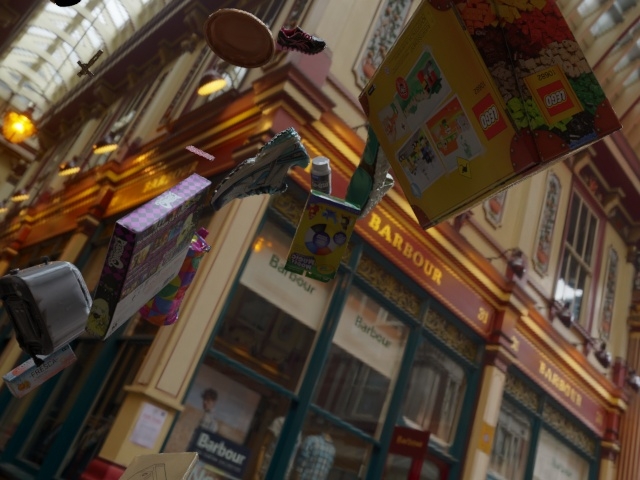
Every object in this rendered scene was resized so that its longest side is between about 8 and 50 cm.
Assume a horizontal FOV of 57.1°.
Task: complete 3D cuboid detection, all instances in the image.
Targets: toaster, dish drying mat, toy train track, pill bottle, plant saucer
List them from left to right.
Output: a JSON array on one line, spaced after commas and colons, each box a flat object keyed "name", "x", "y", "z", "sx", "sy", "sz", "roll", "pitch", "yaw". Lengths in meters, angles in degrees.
[{"name": "toaster", "x": -0.601, "y": 0.152, "z": 1.309, "sx": 0.129, "sy": 0.146, "sz": 0.227, "roll": -6, "pitch": -72, "yaw": 36}, {"name": "toy train track", "x": -0.534, "y": -0.409, "z": 1.359, "sx": 0.048, "sy": 0.083, "sz": 0.014, "roll": 46, "pitch": 11, "yaw": -12}, {"name": "dish drying mat", "x": -0.337, "y": -0.244, "z": 1.647, "sx": 0.083, "sy": 0.032, "sz": 0.008, "roll": 27, "pitch": -60, "yaw": 9}, {"name": "plant saucer", "x": -0.217, "y": -0.552, "z": 1.599, "sx": 0.199, "sy": 0.037, "sz": 0.200, "roll": 11, "pitch": -27, "yaw": 5}, {"name": "pill bottle", "x": 0.002, "y": -0.238, "z": 2.194, "sx": 0.078, "sy": 0.078, "sz": 0.137, "roll": 12, "pitch": -52, "yaw": 19}]

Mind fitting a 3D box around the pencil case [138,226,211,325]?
[{"name": "pencil case", "x": -0.331, "y": 0.080, "z": 1.331, "sx": 0.104, "sy": 0.104, "sz": 0.236, "roll": 26, "pitch": -67, "yaw": -9}]

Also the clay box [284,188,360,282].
[{"name": "clay box", "x": 0.000, "y": 0.000, "z": 1.438, "sx": 0.127, "sy": 0.222, "sz": 0.053, "roll": 18, "pitch": 18, "yaw": -6}]

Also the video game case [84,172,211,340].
[{"name": "video game case", "x": -0.270, "y": 0.019, "z": 0.939, "sx": 0.041, "sy": 0.232, "sz": 0.210, "roll": 29, "pitch": -61, "yaw": 4}]

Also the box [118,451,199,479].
[{"name": "box", "x": -0.382, "y": 0.545, "z": 1.307, "sx": 0.164, "sy": 0.201, "sz": 0.021, "roll": -6, "pitch": -73, "yaw": 13}]

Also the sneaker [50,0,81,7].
[{"name": "sneaker", "x": -0.558, "y": -0.640, "z": 1.409, "sx": 0.083, "sy": 0.222, "sz": 0.118, "roll": 41, "pitch": 3, "yaw": -42}]

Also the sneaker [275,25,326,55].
[{"name": "sneaker", "x": -0.044, "y": -0.464, "z": 1.353, "sx": 0.119, "sy": 0.047, "sz": 0.057, "roll": 3, "pitch": -37, "yaw": -7}]

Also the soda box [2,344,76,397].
[{"name": "soda box", "x": -0.793, "y": 0.361, "z": 1.663, "sx": 0.058, "sy": 0.183, "sz": 0.063, "roll": 4, "pitch": -59, "yaw": 43}]

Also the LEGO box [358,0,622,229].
[{"name": "LEGO box", "x": 0.302, "y": -0.270, "z": 1.224, "sx": 0.373, "sy": 0.193, "sz": 0.500, "roll": 65, "pitch": -17, "yaw": 5}]

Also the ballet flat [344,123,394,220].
[{"name": "ballet flat", "x": 0.191, "y": -0.231, "z": 1.869, "sx": 0.146, "sy": 0.147, "sz": 0.409, "roll": 20, "pitch": -56, "yaw": 5}]

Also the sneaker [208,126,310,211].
[{"name": "sneaker", "x": -0.145, "y": -0.150, "z": 1.443, "sx": 0.122, "sy": 0.283, "sz": 0.110, "roll": 52, "pitch": -2, "yaw": -11}]
